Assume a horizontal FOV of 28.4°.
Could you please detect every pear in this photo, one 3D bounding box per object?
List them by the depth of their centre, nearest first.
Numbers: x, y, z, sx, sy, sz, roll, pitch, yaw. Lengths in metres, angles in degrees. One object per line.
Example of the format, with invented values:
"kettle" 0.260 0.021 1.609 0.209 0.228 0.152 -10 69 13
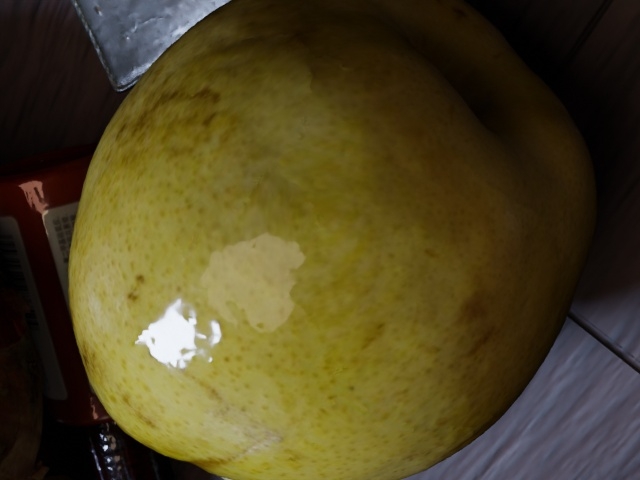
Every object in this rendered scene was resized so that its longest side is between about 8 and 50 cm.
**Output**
"pear" 0.000 0.000 0.738 0.314 0.314 0.314 11 114 27

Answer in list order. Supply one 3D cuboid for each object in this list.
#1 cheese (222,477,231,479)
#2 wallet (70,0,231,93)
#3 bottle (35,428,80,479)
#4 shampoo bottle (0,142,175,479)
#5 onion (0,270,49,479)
"cheese" -0.036 0.158 0.957 0.163 0.071 0.248 4 111 29
"wallet" -0.150 -0.274 0.873 0.169 0.044 0.317 -23 97 31
"bottle" -0.267 0.229 1.073 0.271 0.143 0.156 31 114 34
"shampoo bottle" -0.175 0.071 0.982 0.104 0.104 0.278 -4 106 32
"onion" -0.363 0.117 0.881 0.354 0.354 0.353 11 114 27
